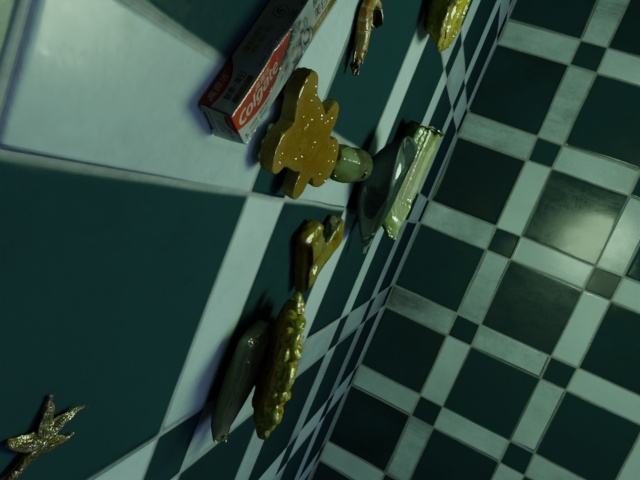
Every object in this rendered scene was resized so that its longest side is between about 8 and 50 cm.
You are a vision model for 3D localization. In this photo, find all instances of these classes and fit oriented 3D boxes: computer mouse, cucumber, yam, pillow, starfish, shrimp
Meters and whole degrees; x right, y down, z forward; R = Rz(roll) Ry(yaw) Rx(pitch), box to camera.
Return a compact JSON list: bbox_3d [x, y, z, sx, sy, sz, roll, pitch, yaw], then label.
[{"bbox_3d":[0.130,-0.098,1.183,0.167,0.090,0.379,-51,164,-42],"label":"computer mouse"},{"bbox_3d":[0.223,-0.168,1.360,0.145,0.105,0.325,-102,-150,-70],"label":"cucumber"},{"bbox_3d":[0.052,-0.137,0.896,0.070,0.069,0.146,-70,165,14],"label":"yam"},{"bbox_3d":[-0.135,0.233,0.843,0.119,0.053,0.208,-39,150,-77],"label":"pillow"},{"bbox_3d":[-0.258,0.187,0.455,0.086,0.016,0.092,-59,165,-18],"label":"starfish"},{"bbox_3d":[0.073,-0.322,0.774,0.091,0.025,0.127,-37,145,-62],"label":"shrimp"}]

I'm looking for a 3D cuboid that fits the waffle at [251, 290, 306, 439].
[{"bbox_3d":[-0.069,0.217,0.866,0.243,0.058,0.238,-84,-166,-44],"label":"waffle"}]

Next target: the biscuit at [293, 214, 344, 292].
[{"bbox_3d":[0.000,0.000,0.984,0.183,0.039,0.174,-53,158,-40],"label":"biscuit"}]

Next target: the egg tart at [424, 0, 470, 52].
[{"bbox_3d":[0.281,-0.512,1.084,0.191,0.074,0.191,-58,163,-30],"label":"egg tart"}]

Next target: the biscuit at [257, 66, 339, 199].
[{"bbox_3d":[-0.022,-0.140,0.710,0.158,0.035,0.240,-63,164,-3],"label":"biscuit"}]

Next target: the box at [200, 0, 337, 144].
[{"bbox_3d":[-0.048,-0.204,0.521,0.218,0.039,0.055,-61,165,-17],"label":"box"}]
